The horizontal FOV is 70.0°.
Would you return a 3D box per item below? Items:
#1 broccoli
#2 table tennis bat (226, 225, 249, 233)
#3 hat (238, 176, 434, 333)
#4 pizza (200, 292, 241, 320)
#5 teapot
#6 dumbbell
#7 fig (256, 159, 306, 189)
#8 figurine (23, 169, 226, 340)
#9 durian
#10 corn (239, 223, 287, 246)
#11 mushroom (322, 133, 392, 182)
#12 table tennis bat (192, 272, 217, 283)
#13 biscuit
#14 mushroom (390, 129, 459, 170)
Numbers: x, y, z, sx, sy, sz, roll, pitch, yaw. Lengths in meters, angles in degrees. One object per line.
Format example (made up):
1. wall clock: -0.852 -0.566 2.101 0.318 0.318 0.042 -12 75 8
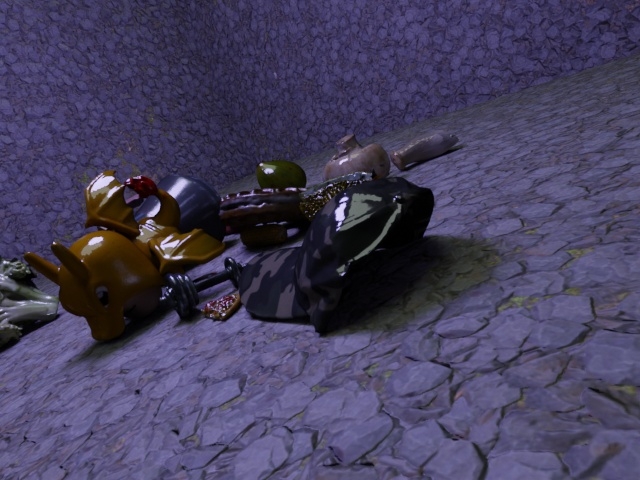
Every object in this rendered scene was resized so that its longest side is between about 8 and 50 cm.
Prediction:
1. broccoli: -1.046 0.204 1.550 0.280 0.294 0.348 12 12 -27
2. table tennis bat: -0.348 -0.067 1.872 0.310 0.038 0.200 -19 15 10
3. hat: 0.000 0.000 0.880 0.381 0.258 0.366 12 30 31
4. pizza: -0.210 0.143 0.983 0.100 0.029 0.099 -26 16 -11
5. teapot: -0.551 -0.048 1.562 0.375 0.306 0.362 23 43 19
6. dumbbell: -0.259 0.096 1.089 0.254 0.110 0.110 -24 14 -27
7. fig: -0.176 -0.276 2.006 0.203 0.225 0.203 -38 24 21
8. figurine: -0.506 0.025 1.190 0.387 0.401 0.268 -47 -4 -47
9. durian: 0.071 -0.102 1.217 0.237 0.138 0.193 -13 15 41
10. corn: -0.179 -0.016 1.405 0.207 0.068 0.068 -6 22 47
11. mushroom: 0.098 -0.251 1.582 0.189 0.195 0.253 -38 18 -34
12. table tennis bat: -0.350 0.126 1.266 0.098 0.019 0.154 -10 17 37
13. biscuit: -0.157 -0.103 1.440 0.331 0.103 0.332 -6 0 0
14. mushroom: 0.374 -0.336 1.675 0.246 0.108 0.096 -21 -25 -2
